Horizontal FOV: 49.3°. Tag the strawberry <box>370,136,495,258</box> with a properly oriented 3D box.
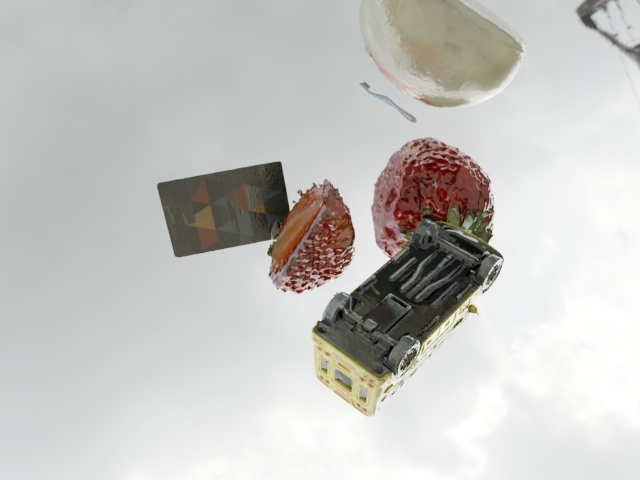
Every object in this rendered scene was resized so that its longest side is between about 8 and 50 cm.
[{"bbox_3d":[0.211,-0.077,1.353,0.257,0.257,0.277,17,-144,-17],"label":"strawberry"}]

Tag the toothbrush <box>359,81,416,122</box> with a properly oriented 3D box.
[{"bbox_3d":[0.118,-0.247,1.248,0.017,0.014,0.162,-26,-133,-19],"label":"toothbrush"}]

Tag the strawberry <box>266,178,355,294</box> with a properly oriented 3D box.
[{"bbox_3d":[-0.002,0.007,1.070,0.106,0.236,0.175,22,-94,-18],"label":"strawberry"}]

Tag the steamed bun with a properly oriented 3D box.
[{"bbox_3d":[0.183,-0.324,1.145,0.282,0.177,0.283,28,-153,-16],"label":"steamed bun"}]

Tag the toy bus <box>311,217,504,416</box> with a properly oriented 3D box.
[{"bbox_3d":[0.139,0.108,1.067,0.144,0.152,0.330,32,-130,28],"label":"toy bus"}]

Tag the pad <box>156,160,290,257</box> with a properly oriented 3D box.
[{"bbox_3d":[-0.158,-0.051,1.184,0.211,0.003,0.143,-11,-66,-5],"label":"pad"}]
